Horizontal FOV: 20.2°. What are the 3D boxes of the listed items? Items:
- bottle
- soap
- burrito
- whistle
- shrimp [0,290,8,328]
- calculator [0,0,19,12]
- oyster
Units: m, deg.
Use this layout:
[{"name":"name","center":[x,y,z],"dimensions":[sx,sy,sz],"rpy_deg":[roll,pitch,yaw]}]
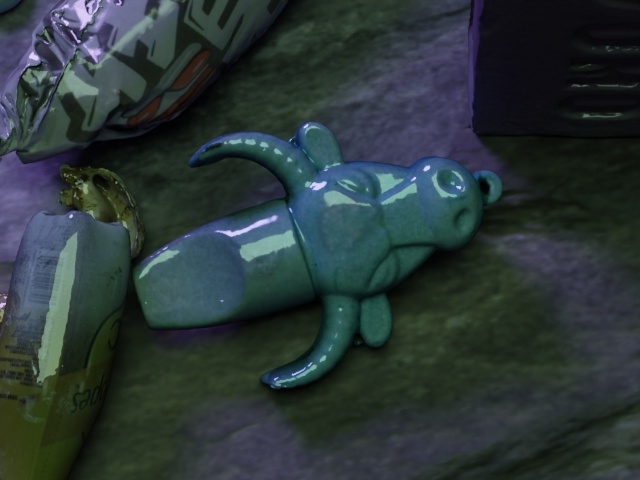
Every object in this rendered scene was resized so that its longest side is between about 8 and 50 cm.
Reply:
[{"name":"bottle","center":[-0.191,0.115,1.247],"dimensions":[0.083,0.083,0.270],"rpy_deg":[9,79,5]},{"name":"soap","center":[0.247,-0.177,1.245],"dimensions":[0.285,0.296,0.107],"rpy_deg":[-2,70,3]},{"name":"burrito","center":[-0.099,-0.198,1.368],"dimensions":[0.139,0.101,0.445],"rpy_deg":[35,70,10]},{"name":"whistle","center":[0.000,0.000,1.287],"dimensions":[0.274,0.093,0.186],"rpy_deg":[-18,94,-3]},{"name":"shrimp","center":[-0.237,0.034,1.313],"dimensions":[0.127,0.025,0.091],"rpy_deg":[-17,64,-10]},{"name":"calculator","center":[-0.283,-0.218,1.423],"dimensions":[0.153,0.021,0.095],"rpy_deg":[-8,67,2]},{"name":"oyster","center":[-0.164,-0.011,1.331],"dimensions":[0.080,0.038,0.083],"rpy_deg":[16,88,14]}]
